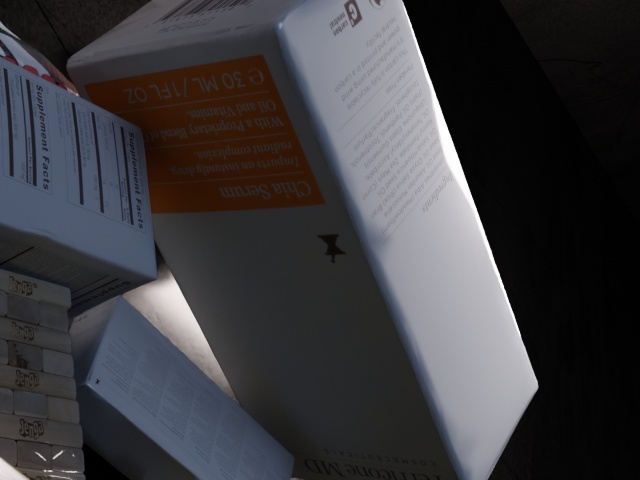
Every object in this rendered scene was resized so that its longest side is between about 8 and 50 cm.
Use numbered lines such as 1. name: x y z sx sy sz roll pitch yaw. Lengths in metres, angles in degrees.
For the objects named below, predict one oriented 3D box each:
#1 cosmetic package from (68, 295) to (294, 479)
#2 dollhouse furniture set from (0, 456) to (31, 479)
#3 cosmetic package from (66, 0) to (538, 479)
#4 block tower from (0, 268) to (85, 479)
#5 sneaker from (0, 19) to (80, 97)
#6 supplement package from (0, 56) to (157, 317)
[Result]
1. cosmetic package: -0.120 0.162 0.883 0.239 0.060 0.099 49 29 -29
2. dollhouse furniture set: -0.260 0.204 0.490 0.212 0.161 0.242 49 31 -30
3. cosmetic package: 0.000 0.000 0.918 0.161 0.230 0.453 -49 125 -41
4. block tower: -0.208 0.189 0.673 0.091 0.097 0.335 24 50 -52
5. sneaker: -0.284 -0.156 0.810 0.276 0.098 0.135 24 50 -50
6. supplement package: -0.248 -0.038 0.735 0.244 0.139 0.134 26 47 -53
